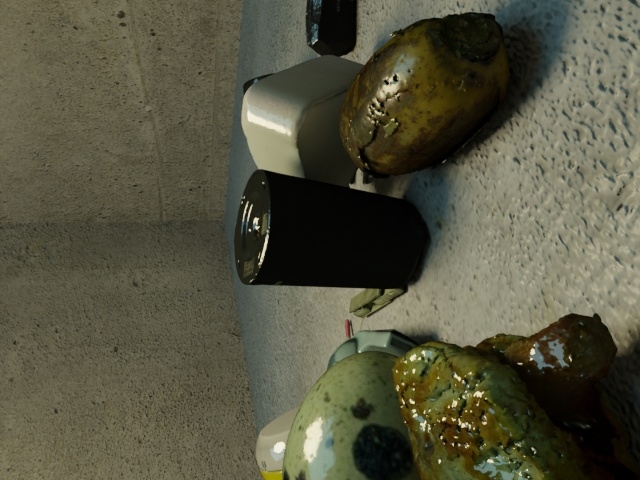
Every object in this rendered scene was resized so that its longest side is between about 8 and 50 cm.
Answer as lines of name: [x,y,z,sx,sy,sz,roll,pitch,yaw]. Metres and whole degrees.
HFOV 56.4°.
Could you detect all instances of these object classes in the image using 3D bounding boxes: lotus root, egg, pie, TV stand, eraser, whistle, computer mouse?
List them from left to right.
eraser: [0.003,-0.241,1.206,0.150,0.331,0.331,27,128,25]
computer mouse: [0.024,-0.542,1.412,0.073,0.122,0.217,11,99,62]
egg: [0.080,0.370,0.977,0.287,0.287,0.379,-130,41,-66]
whistle: [0.097,0.260,1.157,0.289,0.163,0.164,148,119,-73]
TV stand: [0.118,0.120,1.273,0.249,0.042,0.036,132,155,-65]
lotus root: [0.139,-0.206,0.905,0.397,0.195,0.179,132,140,-71]
pie: [0.222,0.313,0.685,0.395,0.180,0.418,138,122,-68]

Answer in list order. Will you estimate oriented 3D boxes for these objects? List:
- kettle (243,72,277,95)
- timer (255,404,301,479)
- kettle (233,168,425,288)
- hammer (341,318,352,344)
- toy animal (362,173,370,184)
kettle: [-0.116,-0.338,1.786,0.250,0.207,0.271,172,89,-67]
timer: [0.008,0.517,1.349,0.285,0.285,0.285,179,90,-74]
kettle: [0.003,0.010,1.122,0.262,0.308,0.203,122,146,-45]
hammer: [0.068,0.235,1.482,0.052,0.031,0.083,122,150,-57]
toy animal: [0.049,-0.209,1.412,0.255,0.089,0.170,-131,46,-62]
